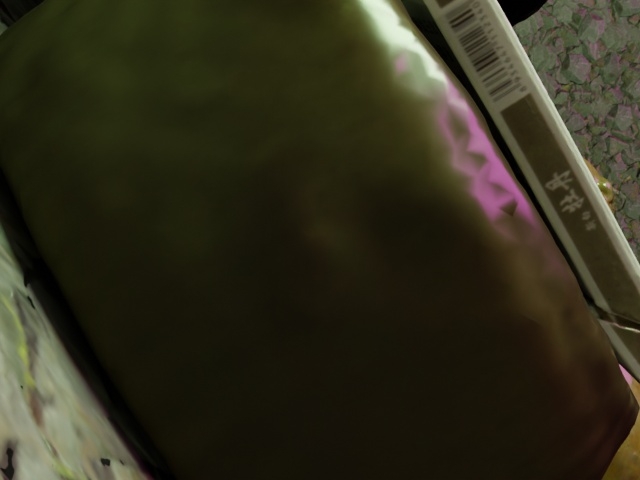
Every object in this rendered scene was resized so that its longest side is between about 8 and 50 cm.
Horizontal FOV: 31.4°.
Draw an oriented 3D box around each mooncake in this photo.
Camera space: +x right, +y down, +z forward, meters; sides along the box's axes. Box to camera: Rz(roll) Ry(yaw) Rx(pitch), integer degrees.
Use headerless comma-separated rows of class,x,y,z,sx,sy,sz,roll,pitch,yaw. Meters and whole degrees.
mooncake,0.000,0.000,0.466,0.284,0.155,0.284,58,2,-2

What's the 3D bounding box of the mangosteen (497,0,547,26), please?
mangosteen,0.008,-0.248,0.713,0.381,0.381,0.421,-121,-155,-45

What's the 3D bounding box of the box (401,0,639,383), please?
box,0.089,-0.033,0.497,0.198,0.029,0.109,58,2,-16

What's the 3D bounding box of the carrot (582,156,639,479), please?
carrot,0.171,0.092,0.972,0.224,0.224,0.341,54,30,-36
